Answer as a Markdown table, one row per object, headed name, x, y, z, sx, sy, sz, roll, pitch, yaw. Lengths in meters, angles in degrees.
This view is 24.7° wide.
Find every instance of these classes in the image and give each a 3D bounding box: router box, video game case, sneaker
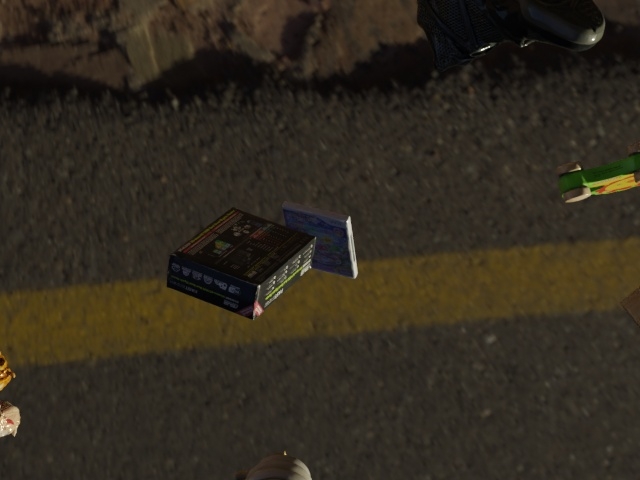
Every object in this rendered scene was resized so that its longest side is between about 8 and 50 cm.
| name | x | y | z | sx | sy | sz | roll | pitch | yaw |
| --- | --- | --- | --- | --- | --- | --- | --- | --- | --- |
| router box | -0.072 | 0.019 | 1.345 | 0.092 | 0.122 | 0.038 | 21 | 120 | 18 |
| video game case | 0.000 | 0.000 | 1.835 | 0.087 | 0.011 | 0.122 | 14 | 146 | 17 |
| sneaker | 0.193 | -0.226 | 1.540 | 0.087 | 0.227 | 0.130 | -32 | 140 | -43 |

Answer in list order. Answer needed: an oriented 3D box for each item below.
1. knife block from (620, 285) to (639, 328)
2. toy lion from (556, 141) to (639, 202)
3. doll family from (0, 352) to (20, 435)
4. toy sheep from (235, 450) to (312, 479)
| name | x | y | z | sx | sy | sz | roll | pitch | yaw |
| --- | --- | --- | --- | --- | --- | --- | --- | --- | --- |
| knife block | 0.499 | 0.001 | 1.645 | 0.275 | 0.088 | 0.242 | -14 | 139 | -23 |
| toy lion | 0.259 | -0.056 | 1.287 | 0.100 | 0.096 | 0.034 | -16 | 81 | 7 |
| doll family | -0.369 | 0.163 | 1.356 | 0.163 | 0.263 | 0.118 | -24 | 84 | -33 |
| toy sheep | -0.049 | 0.281 | 1.582 | 0.091 | 0.132 | 0.091 | 1 | 130 | 1 |
